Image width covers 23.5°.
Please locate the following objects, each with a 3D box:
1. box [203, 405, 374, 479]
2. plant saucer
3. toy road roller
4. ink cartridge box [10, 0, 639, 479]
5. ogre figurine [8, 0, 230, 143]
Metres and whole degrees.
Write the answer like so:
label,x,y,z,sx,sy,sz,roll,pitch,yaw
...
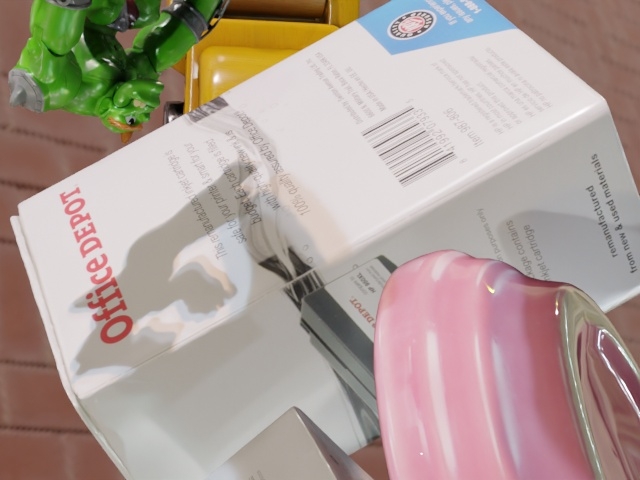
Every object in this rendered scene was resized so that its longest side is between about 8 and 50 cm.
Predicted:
label,x,y,z,sx,sy,sz,roll,pitch,yaw
box,-0.003,0.203,0.888,0.170,0.130,0.091,47,4,-37
plant saucer,0.137,0.152,0.780,0.332,0.084,0.332,55,22,-34
toy road roller,-0.057,-0.184,1.597,0.240,0.203,0.329,-140,-128,-79
ink cartridge box,0.000,0.000,1.128,0.166,0.395,0.285,63,-3,-33
ogre figurine,-0.129,-0.130,0.962,0.097,0.118,0.197,30,12,-2
